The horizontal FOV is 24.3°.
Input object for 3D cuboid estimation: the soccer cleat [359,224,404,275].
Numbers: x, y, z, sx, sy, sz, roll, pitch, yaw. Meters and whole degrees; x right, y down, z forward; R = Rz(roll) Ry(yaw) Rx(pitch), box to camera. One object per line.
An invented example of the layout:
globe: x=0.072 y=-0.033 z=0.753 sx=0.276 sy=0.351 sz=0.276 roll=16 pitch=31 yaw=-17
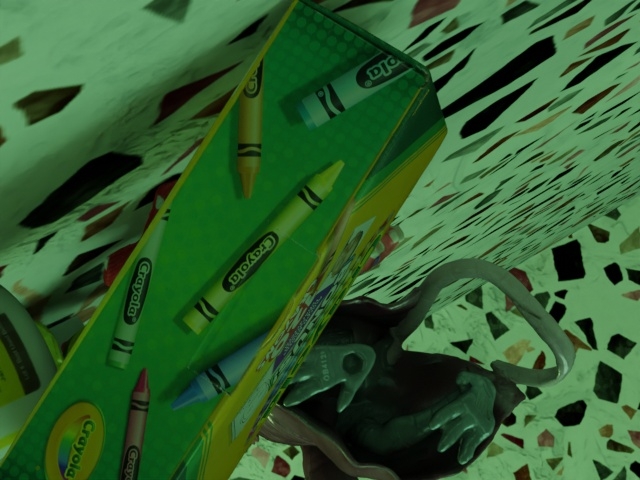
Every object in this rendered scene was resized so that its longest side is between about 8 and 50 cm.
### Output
soccer cleat: x=0.000 y=0.000 z=1.178 sx=0.095 sy=0.083 sz=0.248 roll=-28 pitch=175 yaw=13

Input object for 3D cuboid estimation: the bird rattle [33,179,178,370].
bird rattle: x=-0.112 y=0.038 z=1.007 sx=0.253 sy=0.143 sz=0.207 roll=-50 pitch=175 yaw=28

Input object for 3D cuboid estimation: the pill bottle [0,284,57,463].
pill bottle: x=-0.248 y=0.105 z=0.766 sx=0.215 sy=0.117 sz=0.117 roll=-25 pitch=170 yaw=-35

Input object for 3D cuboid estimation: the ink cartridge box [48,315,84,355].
ink cartridge box: x=-0.236 y=0.172 z=1.073 sx=0.212 sy=0.154 sz=0.093 roll=-24 pitch=168 yaw=-33

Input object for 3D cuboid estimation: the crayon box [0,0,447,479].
crayon box: x=-0.042 y=0.025 z=0.775 sx=0.278 sy=0.081 sz=0.165 roll=-58 pitch=171 yaw=0

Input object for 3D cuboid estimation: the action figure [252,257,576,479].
action figure: x=-0.012 y=0.111 z=1.256 sx=0.275 sy=0.248 sz=0.370 roll=-39 pitch=-175 yaw=-19
